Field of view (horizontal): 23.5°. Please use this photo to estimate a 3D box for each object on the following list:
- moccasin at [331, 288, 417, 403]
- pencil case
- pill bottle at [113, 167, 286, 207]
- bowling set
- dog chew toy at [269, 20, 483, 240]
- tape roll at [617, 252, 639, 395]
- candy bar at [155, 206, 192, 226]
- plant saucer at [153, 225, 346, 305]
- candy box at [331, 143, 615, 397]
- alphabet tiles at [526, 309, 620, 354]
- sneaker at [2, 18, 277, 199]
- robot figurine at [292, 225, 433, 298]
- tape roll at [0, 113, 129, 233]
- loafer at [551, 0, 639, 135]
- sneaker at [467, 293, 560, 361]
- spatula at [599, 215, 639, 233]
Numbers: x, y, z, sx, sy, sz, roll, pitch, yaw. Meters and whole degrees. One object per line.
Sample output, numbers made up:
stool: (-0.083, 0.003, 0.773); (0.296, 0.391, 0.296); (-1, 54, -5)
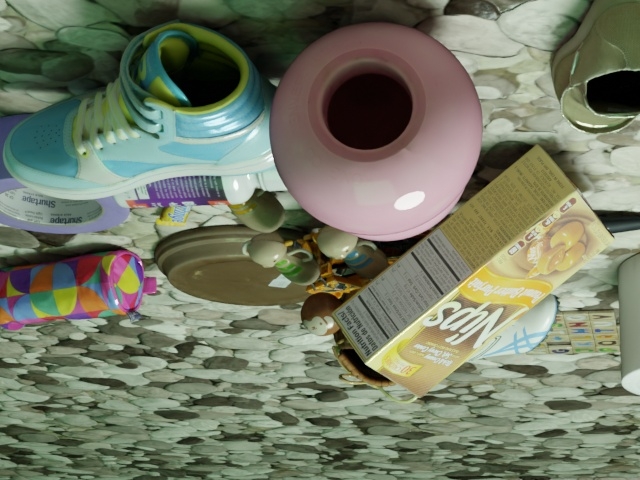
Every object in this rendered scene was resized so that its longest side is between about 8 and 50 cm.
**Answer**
moccasin: (0.088, 0.163, 2.310); (0.139, 0.147, 0.380); (6, 164, -4)
pencil case: (-0.360, 0.072, 2.207); (0.236, 0.104, 0.104); (-6, 160, 25)
pill bottle: (-0.130, -0.092, 1.689); (0.193, 0.108, 0.108); (-2, 161, 11)
bowling set: (0.000, 0.000, 1.826); (0.287, 0.200, 0.154); (-12, 156, 24)
dog chew toy: (0.064, -0.092, 1.558); (0.206, 0.207, 0.332); (-1, 169, 8)
tape roll: (0.539, 0.119, 2.146); (0.246, 0.169, 0.246); (2, 161, 1)
candy bar: (-0.178, -0.047, 1.961); (0.040, 0.018, 0.161); (7, 161, -14)
plant saucer: (-0.098, 0.042, 2.180); (0.277, 0.041, 0.278); (1, 160, 0)
candy box: (0.186, 0.043, 1.839); (0.316, 0.087, 0.183); (-41, 149, 7)
alphabet tiles: (0.421, 0.150, 2.491); (0.198, 0.009, 0.237); (-2, 161, 13)
sneaker: (-0.196, -0.139, 1.547); (0.319, 0.127, 0.208); (-9, 159, 9)
robot figurine: (0.102, 0.031, 2.023); (0.291, 0.085, 0.211); (3, 169, -20)
tape roll: (-0.314, -0.075, 1.799); (0.189, 0.080, 0.189); (2, 162, 1)
loafer: (0.282, -0.156, 1.489); (0.101, 0.092, 0.268); (1, 161, 1)
sneaker: (0.265, 0.130, 2.339); (0.086, 0.085, 0.237); (24, 149, -32)
spatula: (0.458, -0.015, 1.975); (0.296, 0.030, 0.084); (2, 163, -2)
